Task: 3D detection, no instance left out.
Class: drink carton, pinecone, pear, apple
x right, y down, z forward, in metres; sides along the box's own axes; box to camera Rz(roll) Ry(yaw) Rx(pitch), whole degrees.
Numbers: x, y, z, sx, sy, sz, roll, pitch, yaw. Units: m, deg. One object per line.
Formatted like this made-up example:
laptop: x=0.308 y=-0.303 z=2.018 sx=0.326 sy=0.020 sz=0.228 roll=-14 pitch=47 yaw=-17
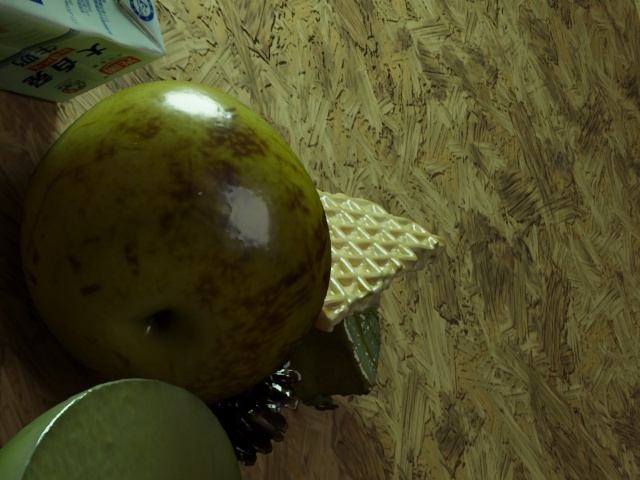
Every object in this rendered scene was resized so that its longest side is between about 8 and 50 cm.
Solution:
drink carton: x=-0.276 y=-0.203 z=1.555 sx=0.315 sy=0.130 sz=0.107 roll=11 pitch=63 yaw=-61
pinecone: x=-0.082 y=0.140 z=1.681 sx=0.140 sy=0.121 sz=0.140 roll=43 pitch=29 yaw=-32
pear: x=-0.123 y=-0.003 z=1.553 sx=0.281 sy=0.280 sz=0.281 roll=42 pitch=37 yaw=-42
apple: x=-0.134 y=0.293 z=1.298 sx=0.311 sy=0.320 sz=0.360 roll=29 pitch=22 yaw=6

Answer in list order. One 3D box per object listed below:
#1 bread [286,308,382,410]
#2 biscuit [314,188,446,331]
bread: x=0.001 y=0.087 z=1.893 sx=0.110 sy=0.103 sz=0.156 roll=55 pitch=21 yaw=-39
biscuit: x=0.000 y=0.000 z=1.892 sx=0.204 sy=0.040 sz=0.309 roll=28 pitch=24 yaw=17
